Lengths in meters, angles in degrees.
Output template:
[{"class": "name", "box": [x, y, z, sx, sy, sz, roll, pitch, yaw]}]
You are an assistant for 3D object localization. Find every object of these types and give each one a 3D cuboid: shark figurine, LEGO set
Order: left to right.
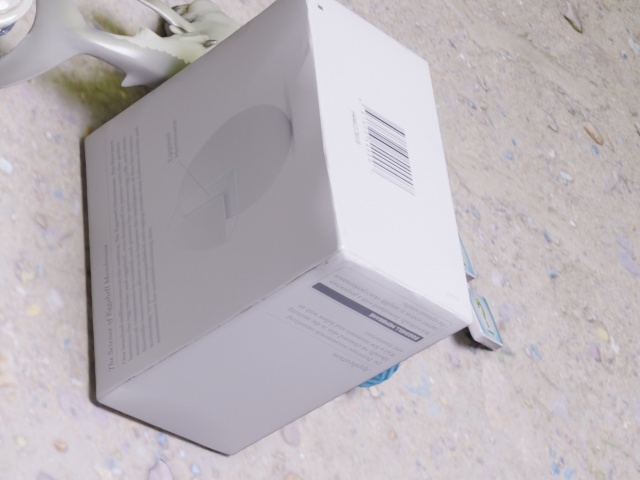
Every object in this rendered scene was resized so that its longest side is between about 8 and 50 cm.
[{"class": "shark figurine", "box": [-0.117, -0.112, 1.444, 0.166, 0.116, 0.278, 30, 17, 20]}, {"class": "LEGO set", "box": [0.099, -0.016, 1.619, 0.244, 0.060, 0.182, 30, 36, -67]}]

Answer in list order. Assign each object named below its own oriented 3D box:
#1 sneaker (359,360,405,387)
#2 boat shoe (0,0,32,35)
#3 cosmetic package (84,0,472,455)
[{"class": "sneaker", "box": [0.000, 0.000, 1.520, 0.228, 0.087, 0.092, 63, 25, -5]}, {"class": "boat shoe", "box": [-0.309, -0.164, 1.229, 0.255, 0.079, 0.095, -2, 74, -30]}, {"class": "cosmetic package", "box": [-0.036, -0.010, 1.338, 0.138, 0.225, 0.224, 29, 42, -41]}]
